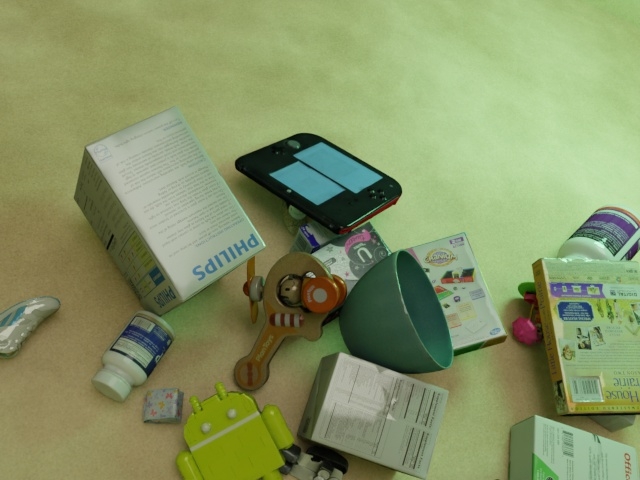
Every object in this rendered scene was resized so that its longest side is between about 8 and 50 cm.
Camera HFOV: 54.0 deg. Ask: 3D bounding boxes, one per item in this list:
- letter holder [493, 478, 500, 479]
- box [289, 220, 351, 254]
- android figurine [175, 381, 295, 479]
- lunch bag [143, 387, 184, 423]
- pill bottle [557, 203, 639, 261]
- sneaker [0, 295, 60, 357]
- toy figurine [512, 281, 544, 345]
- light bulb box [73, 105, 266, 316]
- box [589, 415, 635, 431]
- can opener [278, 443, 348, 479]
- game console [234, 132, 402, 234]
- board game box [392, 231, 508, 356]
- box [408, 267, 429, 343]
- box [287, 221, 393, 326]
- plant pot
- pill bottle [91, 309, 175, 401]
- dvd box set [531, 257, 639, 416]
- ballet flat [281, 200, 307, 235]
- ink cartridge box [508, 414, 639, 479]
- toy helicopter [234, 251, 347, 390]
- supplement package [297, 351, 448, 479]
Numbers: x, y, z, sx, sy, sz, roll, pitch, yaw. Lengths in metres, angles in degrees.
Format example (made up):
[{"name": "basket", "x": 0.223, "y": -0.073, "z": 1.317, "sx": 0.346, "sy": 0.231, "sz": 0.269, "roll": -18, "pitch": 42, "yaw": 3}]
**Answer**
[{"name": "letter holder", "x": 0.378, "y": 0.681, "z": 1.351, "sx": 0.152, "sy": 0.214, "sz": 0.301, "roll": -4, "pitch": 61, "yaw": -21}, {"name": "box", "x": 0.000, "y": 0.000, "z": 1.702, "sx": 0.137, "sy": 0.126, "sz": 0.072, "roll": -26, "pitch": 69, "yaw": -30}, {"name": "android figurine", "x": -0.187, "y": 0.441, "z": 1.350, "sx": 0.248, "sy": 0.056, "sz": 0.272, "roll": -26, "pitch": 85, "yaw": -3}, {"name": "lunch bag", "x": -0.352, "y": 0.369, "z": 1.399, "sx": 0.084, "sy": 0.053, "sz": 0.071, "roll": -7, "pitch": 59, "yaw": 7}, {"name": "pill bottle", "x": 0.858, "y": 0.032, "z": 1.938, "sx": 0.323, "sy": 0.181, "sz": 0.181, "roll": -35, "pitch": 75, "yaw": -32}, {"name": "sneaker", "x": -0.677, "y": 0.202, "z": 1.382, "sx": 0.229, "sy": 0.087, "sz": 0.092, "roll": -31, "pitch": 80, "yaw": -24}, {"name": "toy figurine", "x": 0.615, "y": 0.231, "z": 1.797, "sx": 0.173, "sy": 0.130, "sz": 0.159, "roll": 39, "pitch": 66, "yaw": -22}, {"name": "light bulb box", "x": -0.354, "y": -0.043, "z": 1.415, "sx": 0.225, "sy": 0.358, "sz": 0.361, "roll": -33, "pitch": 92, "yaw": -28}, {"name": "box", "x": 0.772, "y": 0.417, "z": 1.723, "sx": 0.171, "sy": 0.091, "sz": 0.130, "roll": 34, "pitch": 56, "yaw": 4}, {"name": "can opener", "x": -0.074, "y": 0.484, "z": 1.423, "sx": 0.281, "sy": 0.074, "sz": 0.093, "roll": 27, "pitch": 20, "yaw": -3}, {"name": "game console", "x": 0.006, "y": -0.175, "z": 1.756, "sx": 0.387, "sy": 0.060, "sz": 0.342, "roll": 33, "pitch": 35, "yaw": 23}, {"name": "board game box", "x": 0.331, "y": 0.154, "z": 1.701, "sx": 0.243, "sy": 0.064, "sz": 0.316, "roll": -15, "pitch": 63, "yaw": 0}, {"name": "box", "x": 0.234, "y": 0.184, "z": 1.630, "sx": 0.088, "sy": 0.058, "sz": 0.232, "roll": 5, "pitch": 65, "yaw": 10}, {"name": "box", "x": 0.060, "y": 0.088, "z": 1.636, "sx": 0.247, "sy": 0.142, "sz": 0.163, "roll": -29, "pitch": 75, "yaw": -24}, {"name": "plant pot", "x": 0.160, "y": 0.191, "z": 1.473, "sx": 0.290, "sy": 0.196, "sz": 0.290, "roll": 48, "pitch": 27, "yaw": -35}, {"name": "pill bottle", "x": -0.421, "y": 0.260, "z": 1.408, "sx": 0.112, "sy": 0.112, "sz": 0.186, "roll": 30, "pitch": 55, "yaw": 1}, {"name": "dvd box set", "x": 0.752, "y": 0.255, "z": 1.690, "sx": 0.308, "sy": 0.062, "sz": 0.419, "roll": 1, "pitch": 68, "yaw": -11}, {"name": "ballet flat", "x": -0.076, "y": -0.111, "z": 1.781, "sx": 0.073, "sy": 0.067, "sz": 0.206, "roll": -5, "pitch": 61, "yaw": -22}, {"name": "ink cartridge box", "x": 0.625, "y": 0.585, "z": 1.551, "sx": 0.289, "sy": 0.121, "sz": 0.211, "roll": 20, "pitch": 55, "yaw": -6}, {"name": "toy helicopter", "x": -0.111, "y": 0.185, "z": 1.471, "sx": 0.235, "sy": 0.140, "sz": 0.354, "roll": 31, "pitch": 96, "yaw": 9}, {"name": "supplement package", "x": 0.113, "y": 0.394, "z": 1.424, "sx": 0.263, "sy": 0.199, "sz": 0.197, "roll": 21, "pitch": 73, "yaw": -6}]
